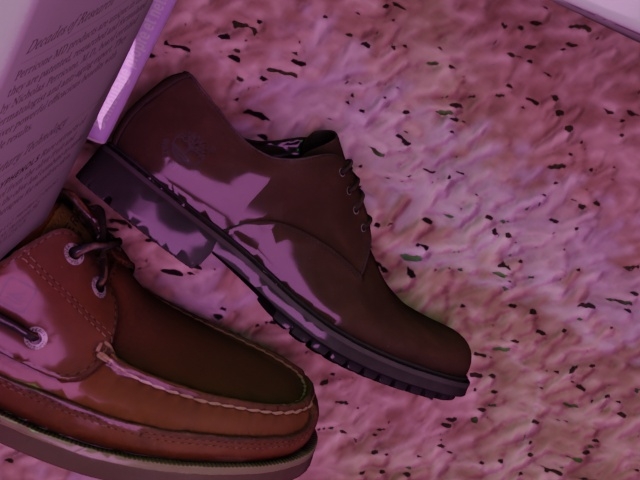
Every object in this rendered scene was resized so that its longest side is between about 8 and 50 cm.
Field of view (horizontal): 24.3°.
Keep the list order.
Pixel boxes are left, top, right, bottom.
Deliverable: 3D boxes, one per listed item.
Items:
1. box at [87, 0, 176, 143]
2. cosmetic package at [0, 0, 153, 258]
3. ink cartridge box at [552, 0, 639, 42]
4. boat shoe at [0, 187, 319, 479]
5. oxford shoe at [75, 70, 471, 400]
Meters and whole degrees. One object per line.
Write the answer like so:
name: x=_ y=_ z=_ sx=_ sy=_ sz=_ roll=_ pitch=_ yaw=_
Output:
box: x=-0.055 y=-0.202 z=0.665 sx=0.063 sy=0.067 sz=0.324 roll=25 pitch=102 yaw=-14
cosmetic package: x=-0.142 y=-0.162 z=0.530 sx=0.197 sy=0.155 sz=0.365 roll=32 pitch=121 yaw=3
ink cartridge box: x=0.227 y=-0.117 z=0.644 sx=0.306 sy=0.226 sz=0.131 roll=23 pitch=103 yaw=-14
boat shoe: x=-0.135 y=0.032 z=0.705 sx=0.307 sy=0.110 sz=0.104 roll=17 pitch=106 yaw=-12
oxford shoe: x=0.000 y=0.000 z=0.731 sx=0.227 sy=0.083 sz=0.096 roll=37 pitch=88 yaw=-21
